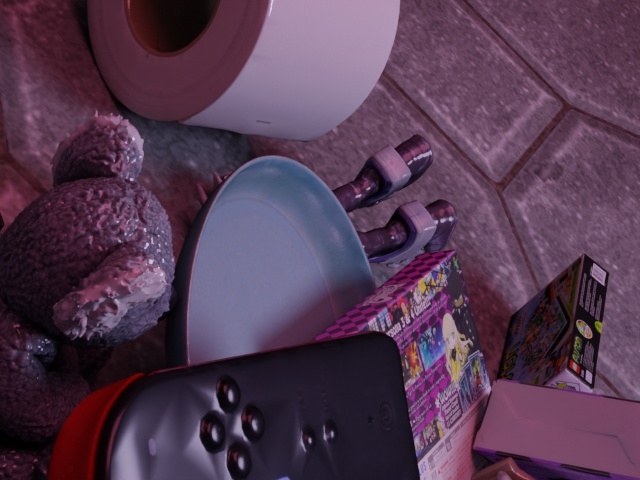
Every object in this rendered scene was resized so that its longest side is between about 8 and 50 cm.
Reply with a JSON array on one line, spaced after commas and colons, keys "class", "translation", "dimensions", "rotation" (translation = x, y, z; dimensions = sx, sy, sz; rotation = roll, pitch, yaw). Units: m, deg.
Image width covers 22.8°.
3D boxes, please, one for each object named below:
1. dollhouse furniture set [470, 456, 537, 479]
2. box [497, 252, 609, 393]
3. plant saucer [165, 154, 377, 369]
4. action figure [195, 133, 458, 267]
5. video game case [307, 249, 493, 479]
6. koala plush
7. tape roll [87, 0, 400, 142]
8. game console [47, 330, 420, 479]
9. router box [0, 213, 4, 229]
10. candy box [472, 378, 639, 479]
[{"class": "dollhouse furniture set", "translation": [0.235, 0.253, 1.266], "dimensions": [0.355, 0.174, 0.303], "rotation": [53, 29, -11]}, {"class": "box", "translation": [0.222, 0.107, 1.540], "dimensions": [0.036, 0.114, 0.207], "rotation": [39, 31, -10]}, {"class": "plant saucer", "translation": [-0.032, 0.095, 1.206], "dimensions": [0.318, 0.044, 0.317], "rotation": [25, 61, -58]}, {"class": "action figure", "translation": [0.000, 0.000, 1.425], "dimensions": [0.285, 0.099, 0.185], "rotation": [-20, 75, -40]}, {"class": "video game case", "translation": [0.078, 0.141, 1.308], "dimensions": [0.232, 0.042, 0.210], "rotation": [-35, 114, -58]}, {"class": "koala plush", "translation": [-0.177, 0.039, 1.049], "dimensions": [0.203, 0.221, 0.196], "rotation": [25, 37, -30]}, {"class": "tape roll", "translation": [-0.072, -0.220, 1.448], "dimensions": [0.169, 0.246, 0.246], "rotation": [5, 49, -47]}, {"class": "game console", "translation": [-0.014, 0.260, 0.983], "dimensions": [0.342, 0.060, 0.386], "rotation": [-6, 86, -53]}, {"class": "router box", "translation": [-0.299, -0.052, 1.187], "dimensions": [0.092, 0.038, 0.122], "rotation": [5, 49, -46]}, {"class": "candy box", "translation": [0.254, 0.197, 1.371], "dimensions": [0.196, 0.165, 0.070], "rotation": [40, 64, -45]}]
